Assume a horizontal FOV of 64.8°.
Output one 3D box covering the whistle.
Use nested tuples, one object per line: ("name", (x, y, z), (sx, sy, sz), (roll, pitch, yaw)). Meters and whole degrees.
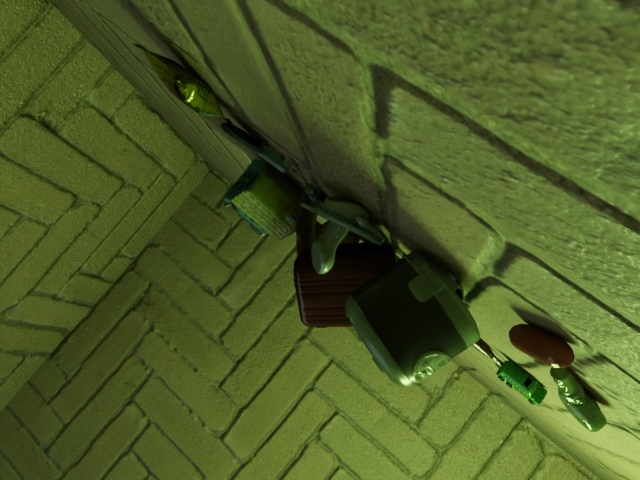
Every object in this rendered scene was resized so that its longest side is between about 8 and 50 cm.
("whistle", (0.633, 0.386, 1.244), (0.258, 0.067, 0.126), (48, -176, -30))

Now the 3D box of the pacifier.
("pacifier", (0.044, -0.003, 1.338), (0.227, 0.207, 0.279), (30, 180, -26))

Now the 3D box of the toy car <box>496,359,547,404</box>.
("toy car", (0.673, 0.471, 1.674), (0.165, 0.071, 0.062), (38, 161, 18))

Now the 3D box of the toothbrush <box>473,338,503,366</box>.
("toothbrush", (0.550, 0.360, 1.761), (0.364, 0.041, 0.041), (41, 175, -14))

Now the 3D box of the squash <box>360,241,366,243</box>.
("squash", (0.157, 0.096, 1.712), (0.122, 0.170, 0.170), (19, 172, 7))

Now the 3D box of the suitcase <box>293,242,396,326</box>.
("suitcase", (0.078, 0.129, 1.471), (0.161, 0.297, 0.236), (-67, -28, -66))

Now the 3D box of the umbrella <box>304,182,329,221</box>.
("umbrella", (0.012, -0.113, 1.547), (0.050, 0.046, 0.188), (6, 154, 34))

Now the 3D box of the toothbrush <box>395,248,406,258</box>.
("toothbrush", (0.306, 0.109, 1.446), (0.257, 0.018, 0.024), (41, 172, -14))

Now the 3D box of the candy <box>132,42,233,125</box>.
("candy", (-0.358, -0.413, 1.353), (0.187, 0.081, 0.297), (40, 180, 17))

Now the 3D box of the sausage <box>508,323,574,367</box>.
("sausage", (0.455, 0.217, 1.050), (0.062, 0.062, 0.154), (41, 176, -16))

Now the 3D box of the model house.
("model house", (-0.172, -0.140, 1.767), (0.237, 0.215, 0.303), (42, 169, -21))

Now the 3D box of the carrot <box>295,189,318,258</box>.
("carrot", (-0.050, 0.009, 1.582), (0.070, 0.342, 0.070), (5, -178, 0))

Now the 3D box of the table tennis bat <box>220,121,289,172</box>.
("table tennis bat", (-0.190, -0.277, 1.487), (0.237, 0.038, 0.149), (36, -167, 1))

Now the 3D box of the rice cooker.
("rice cooker", (0.231, 0.189, 1.244), (0.288, 0.277, 0.288), (56, -178, -3))

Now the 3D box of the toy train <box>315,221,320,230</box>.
("toy train", (0.000, 0.000, 2.318), (0.160, 0.100, 0.296), (46, 177, 14))

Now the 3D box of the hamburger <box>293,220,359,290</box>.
("hamburger", (0.015, 0.071, 1.737), (0.176, 0.300, 0.300), (23, 173, 5))

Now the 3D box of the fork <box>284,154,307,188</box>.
("fork", (-0.072, -0.194, 1.499), (0.034, 0.028, 0.219), (34, 173, 18))
